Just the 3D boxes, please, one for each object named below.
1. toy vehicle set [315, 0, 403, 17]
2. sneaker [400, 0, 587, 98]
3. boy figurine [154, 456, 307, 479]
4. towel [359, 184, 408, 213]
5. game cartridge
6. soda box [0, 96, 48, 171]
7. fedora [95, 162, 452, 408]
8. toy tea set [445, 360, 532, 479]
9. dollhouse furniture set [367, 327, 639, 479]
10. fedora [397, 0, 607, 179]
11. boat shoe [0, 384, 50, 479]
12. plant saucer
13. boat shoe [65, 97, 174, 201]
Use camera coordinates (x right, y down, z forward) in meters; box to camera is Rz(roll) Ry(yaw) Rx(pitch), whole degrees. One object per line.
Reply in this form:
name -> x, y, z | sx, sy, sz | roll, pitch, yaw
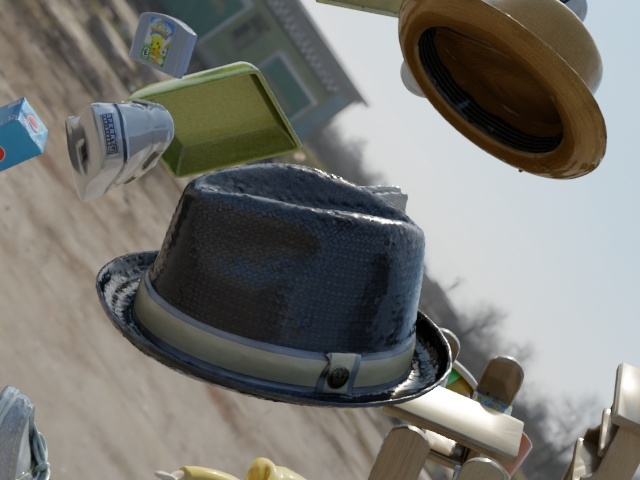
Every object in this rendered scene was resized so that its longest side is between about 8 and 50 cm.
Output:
toy vehicle set -> 0.104, -0.422, 1.746 | 0.166, 0.267, 0.035 | 9, 33, -15
sneaker -> 0.190, -0.215, 1.488 | 0.121, 0.217, 0.079 | -92, 158, -86
boy figurine -> -0.118, 0.277, 1.236 | 0.092, 0.285, 0.177 | 23, -52, 44
towel -> 0.000, 0.000, 2.113 | 0.049, 0.282, 0.187 | -132, -133, -56
game cartridge -> -0.162, -0.202, 1.360 | 0.083, 0.056, 0.017 | 26, 10, 39
soda box -> -0.530, -0.138, 2.051 | 0.067, 0.210, 0.071 | -91, 155, -52
fedora -> -0.026, 0.021, 1.197 | 0.334, 0.152, 0.334 | 15, 18, -5
toy tea set -> 0.128, 0.221, 1.815 | 0.336, 0.124, 0.200 | 33, -17, 43
dollhouse furniture set -> 0.187, 0.177, 1.313 | 0.242, 0.161, 0.212 | 23, 26, 5
fedora -> 0.149, -0.134, 1.008 | 0.194, 0.079, 0.194 | 37, -22, 17
boat shoe -> -0.351, 0.313, 1.537 | 0.118, 0.103, 0.320 | -85, -176, -68
plant saucer -> -0.140, -0.165, 1.743 | 0.188, 0.188, 0.045 | 59, 23, -57
boat shoe -> -0.213, -0.102, 1.404 | 0.267, 0.088, 0.096 | 155, -75, -71
